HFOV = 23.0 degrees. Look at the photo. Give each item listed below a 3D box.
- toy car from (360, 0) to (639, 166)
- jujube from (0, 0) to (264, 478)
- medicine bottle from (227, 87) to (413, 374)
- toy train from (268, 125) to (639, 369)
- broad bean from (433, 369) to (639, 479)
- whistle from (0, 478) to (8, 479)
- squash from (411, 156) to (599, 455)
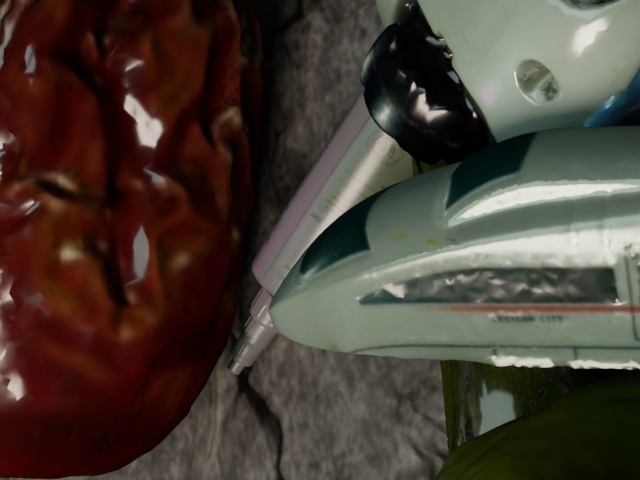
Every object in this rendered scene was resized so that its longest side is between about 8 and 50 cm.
[{"bbox_3d":[0.113,-0.155,0.748,0.188,0.190,0.255,-56,48,44],"label":"toy car"},{"bbox_3d":[-0.175,-0.048,0.937,0.276,0.276,0.376,-3,77,42],"label":"jujube"},{"bbox_3d":[0.000,0.000,0.905,0.199,0.058,0.057,-56,51,18],"label":"medicine bottle"},{"bbox_3d":[0.160,-0.002,0.636,0.407,0.086,0.088,-1,123,22],"label":"toy train"},{"bbox_3d":[0.168,0.133,0.618,0.291,0.119,0.238,-12,34,7],"label":"broad bean"},{"bbox_3d":[-0.313,0.139,1.149,0.223,0.123,0.122,7,86,21],"label":"whistle"},{"bbox_3d":[0.094,0.026,0.800,0.087,0.087,0.331,-20,68,38],"label":"squash"}]
